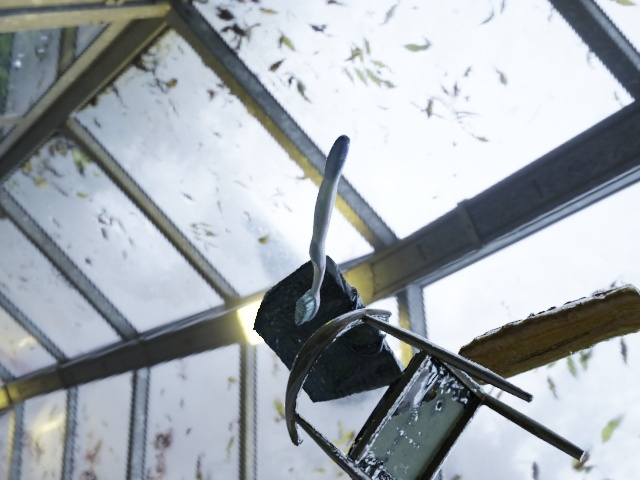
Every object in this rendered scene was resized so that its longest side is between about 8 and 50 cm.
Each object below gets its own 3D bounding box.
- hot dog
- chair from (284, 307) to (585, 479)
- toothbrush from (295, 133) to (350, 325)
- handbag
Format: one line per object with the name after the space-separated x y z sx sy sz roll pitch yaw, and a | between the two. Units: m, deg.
0.332 0.137 1.163 0.286 0.061 0.087 -20 -86 26 | hot dog
0.105 0.200 0.860 0.272 0.188 0.166 27 -14 47 | chair
0.000 0.000 0.804 0.021 0.027 0.269 33 -40 19 | toothbrush
0.013 0.150 1.308 0.175 0.088 0.270 -25 -67 26 | handbag
